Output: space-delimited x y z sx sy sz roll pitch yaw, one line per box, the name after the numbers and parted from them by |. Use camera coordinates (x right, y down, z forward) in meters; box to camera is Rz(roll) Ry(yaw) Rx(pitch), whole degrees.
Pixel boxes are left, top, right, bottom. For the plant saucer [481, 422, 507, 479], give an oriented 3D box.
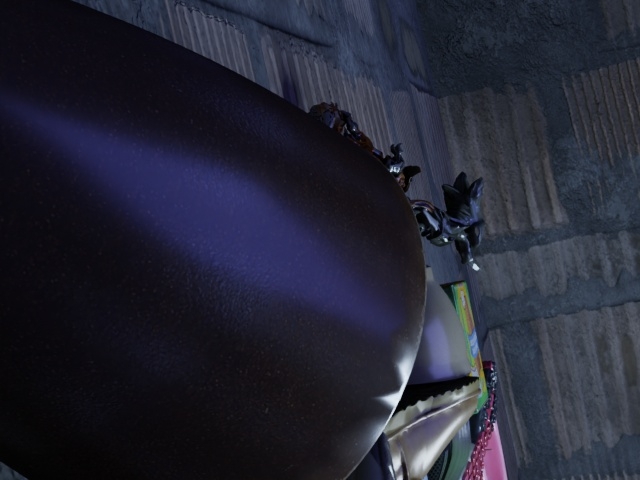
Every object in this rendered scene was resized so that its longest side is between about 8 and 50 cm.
0.247 0.352 1.825 0.332 0.084 0.332 -12 90 -76 | plant saucer

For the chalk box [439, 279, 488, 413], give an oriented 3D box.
0.140 0.169 1.422 0.132 0.132 0.213 -6 84 -77 | chalk box

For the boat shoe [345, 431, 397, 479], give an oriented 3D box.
-0.003 0.262 0.737 0.355 0.130 0.132 -84 162 -70 | boat shoe

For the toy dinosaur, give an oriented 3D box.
0.069 -0.005 1.271 0.218 0.164 0.321 5 79 -50 | toy dinosaur

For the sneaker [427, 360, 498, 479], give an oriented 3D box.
0.170 0.295 1.511 0.299 0.112 0.120 -69 155 -42 | sneaker

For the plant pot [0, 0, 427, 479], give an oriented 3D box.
-0.104 -0.004 0.440 0.230 0.215 0.215 37 40 -49 | plant pot

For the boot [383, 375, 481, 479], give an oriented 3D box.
0.078 0.274 1.008 0.236 0.089 0.269 -13 98 -47 | boot

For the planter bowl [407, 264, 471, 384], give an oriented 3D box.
0.064 0.079 1.078 0.162 0.162 0.109 -7 94 -77 | planter bowl

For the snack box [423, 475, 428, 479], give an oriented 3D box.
0.069 0.273 1.161 0.207 0.070 0.174 -6 85 -78 | snack box
